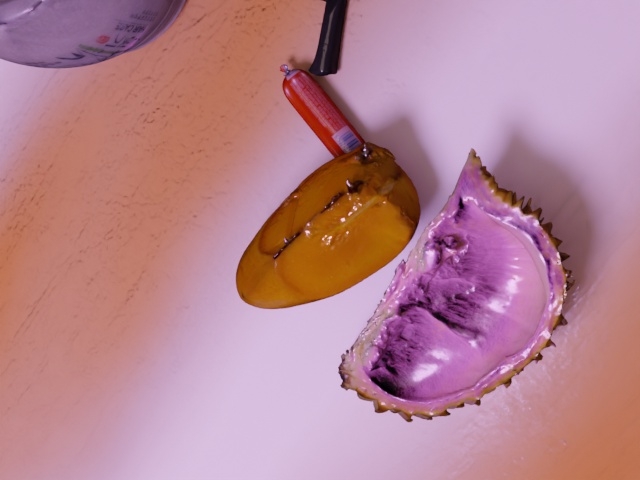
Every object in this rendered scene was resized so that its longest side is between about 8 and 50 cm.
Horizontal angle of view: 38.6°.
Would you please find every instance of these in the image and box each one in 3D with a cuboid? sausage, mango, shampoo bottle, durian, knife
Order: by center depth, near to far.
[{"bbox_3d":[0.163,0.077,1.026,0.191,0.112,0.341,29,115,3],"label":"durian"},{"bbox_3d":[-0.294,-0.331,1.029,0.272,0.266,0.273,2,97,19],"label":"shampoo bottle"},{"bbox_3d":[0.000,0.000,1.039,0.252,0.154,0.126,-37,108,26],"label":"mango"},{"bbox_3d":[0.011,-0.307,1.060,0.060,0.028,0.231,17,102,29],"label":"knife"},{"bbox_3d":[-0.002,-0.149,1.077,0.145,0.048,0.050,51,149,6],"label":"sausage"}]
